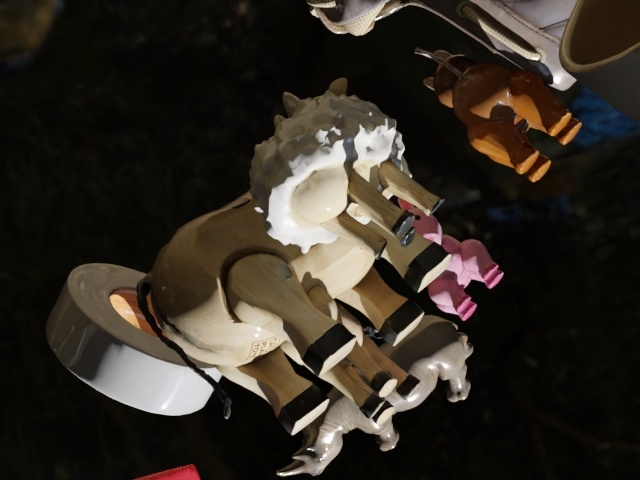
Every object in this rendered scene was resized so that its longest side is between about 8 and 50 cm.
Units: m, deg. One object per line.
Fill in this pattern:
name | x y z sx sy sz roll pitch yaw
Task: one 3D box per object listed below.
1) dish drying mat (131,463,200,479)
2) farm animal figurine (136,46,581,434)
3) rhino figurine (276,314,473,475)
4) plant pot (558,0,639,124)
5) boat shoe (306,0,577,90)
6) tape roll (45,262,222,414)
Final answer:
dish drying mat | -0.095 0.159 0.899 0.008 0.032 0.083 -18 172 23
farm animal figurine | 0.000 0.000 0.967 0.327 0.172 0.330 -29 154 -51
rhino figurine | 0.052 0.162 1.470 0.243 0.073 0.106 -35 143 -5
plant pot | 0.238 -0.100 0.432 0.284 0.191 0.284 -50 -174 7
boat shoe | 0.033 -0.200 0.966 0.355 0.130 0.132 22 -173 11
tape roll | -0.218 0.116 1.745 0.072 0.219 0.219 -60 158 17
